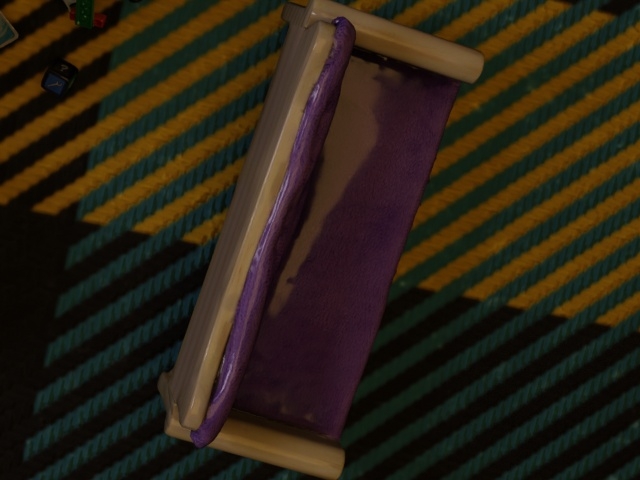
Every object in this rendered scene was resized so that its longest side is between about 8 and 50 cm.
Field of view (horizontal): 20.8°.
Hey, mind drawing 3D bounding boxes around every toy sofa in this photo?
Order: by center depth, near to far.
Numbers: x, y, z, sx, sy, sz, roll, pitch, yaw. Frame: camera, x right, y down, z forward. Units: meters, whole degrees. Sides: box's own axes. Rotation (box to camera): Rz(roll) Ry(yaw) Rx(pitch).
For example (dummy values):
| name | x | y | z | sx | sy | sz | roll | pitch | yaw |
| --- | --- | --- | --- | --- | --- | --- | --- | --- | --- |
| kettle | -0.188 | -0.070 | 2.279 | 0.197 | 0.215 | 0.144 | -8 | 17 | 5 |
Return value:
| name | x | y | z | sx | sy | sz | roll | pitch | yaw |
| --- | --- | --- | --- | --- | --- | --- | --- | --- | --- |
| toy sofa | 0.000 | 0.000 | 1.378 | 0.150 | 0.177 | 0.362 | 17 | 96 | -14 |

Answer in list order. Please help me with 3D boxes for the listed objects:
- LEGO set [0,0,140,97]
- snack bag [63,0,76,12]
| name | x | y | z | sx | sy | sz | roll | pitch | yaw |
| --- | --- | --- | --- | --- | --- | --- | --- | --- | --- |
| LEGO set | -0.231 | -0.230 | 1.331 | 0.182 | 0.060 | 0.244 | -23 | 114 | 31 |
| snack bag | -0.077 | -0.348 | 1.294 | 0.323 | 0.037 | 0.342 | -5 | 119 | 3 |
